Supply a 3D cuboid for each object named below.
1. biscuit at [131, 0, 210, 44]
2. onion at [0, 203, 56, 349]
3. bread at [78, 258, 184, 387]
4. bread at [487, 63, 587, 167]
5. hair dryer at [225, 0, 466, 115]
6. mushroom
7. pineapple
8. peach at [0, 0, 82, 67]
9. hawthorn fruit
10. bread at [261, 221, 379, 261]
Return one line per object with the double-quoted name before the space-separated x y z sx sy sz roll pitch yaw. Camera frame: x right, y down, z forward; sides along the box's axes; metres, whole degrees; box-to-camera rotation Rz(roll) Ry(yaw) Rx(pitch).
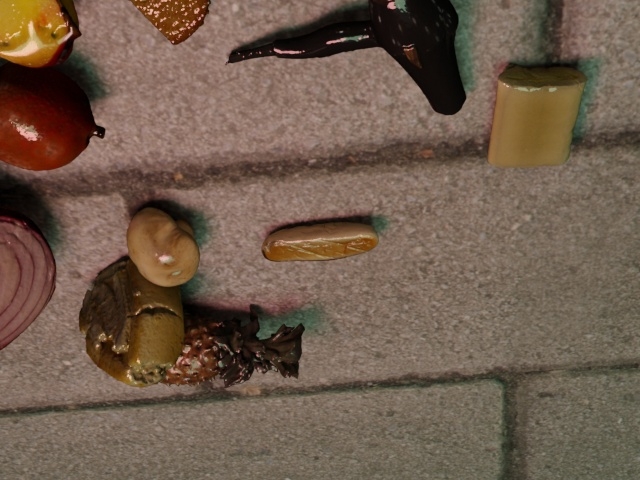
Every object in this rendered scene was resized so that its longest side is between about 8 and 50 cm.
"biscuit" -0.226 -0.368 1.420 0.126 0.025 0.206 -24 134 23
"onion" -0.637 0.053 1.694 0.260 0.282 0.336 14 -165 38
"bread" -0.334 0.147 1.829 0.124 0.257 0.186 25 111 -37
"bread" 0.337 -0.194 1.600 0.139 0.060 0.178 0 138 0
"hair dryer" 0.036 -0.277 1.505 0.359 0.120 0.304 -5 153 19
"mushroom" -0.275 0.011 1.772 0.112 0.148 0.148 -29 148 -30
"pineapple" -0.180 0.202 1.948 0.309 0.170 0.141 -1 144 13
"peach" -0.423 -0.351 1.341 0.158 0.154 0.267 -17 146 4
"hawthorn fruit" -0.418 -0.179 1.517 0.188 0.169 0.169 23 133 -11
"bread" -0.001 0.000 1.812 0.214 0.053 0.073 -6 134 9
